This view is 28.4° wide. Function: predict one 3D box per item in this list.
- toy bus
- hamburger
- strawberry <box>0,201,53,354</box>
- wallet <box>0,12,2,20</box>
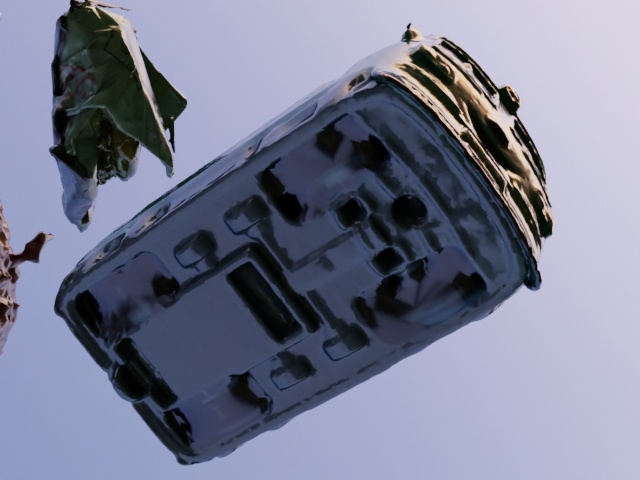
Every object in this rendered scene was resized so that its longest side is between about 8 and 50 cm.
[{"bbox_3d":[0.000,0.000,0.895,0.183,0.343,0.199,54,-148,-10],"label":"toy bus"},{"bbox_3d":[-0.235,-0.149,1.485,0.150,0.260,0.276,1,-99,-4],"label":"hamburger"},{"bbox_3d":[-0.389,-0.008,1.125,0.343,0.292,0.292,35,-128,-47],"label":"strawberry"},{"bbox_3d":[-0.299,-0.192,0.823,0.124,0.032,0.183,-22,-117,-43],"label":"wallet"}]
